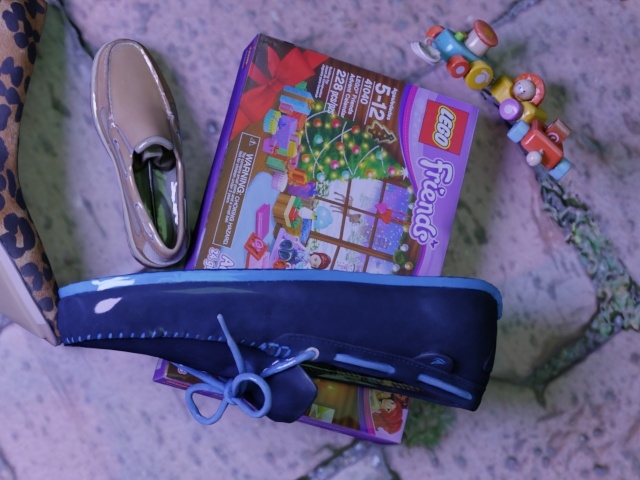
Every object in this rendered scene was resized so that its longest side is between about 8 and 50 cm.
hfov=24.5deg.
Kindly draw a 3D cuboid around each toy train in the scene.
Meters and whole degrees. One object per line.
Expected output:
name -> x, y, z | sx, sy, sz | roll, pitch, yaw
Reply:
toy train -> 0.155, -0.128, 1.233 | 0.166, 0.125, 0.046 | 43, 109, -2

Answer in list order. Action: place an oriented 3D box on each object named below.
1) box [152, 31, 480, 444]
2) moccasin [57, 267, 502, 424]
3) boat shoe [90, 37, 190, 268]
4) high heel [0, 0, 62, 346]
box -> 0.000, 0.000, 1.201 | 0.201, 0.057, 0.293 | 17, 77, -13
moccasin -> -0.021, 0.080, 1.083 | 0.342, 0.138, 0.117 | 2, 86, -14
boat shoe -> -0.135, -0.075, 1.168 | 0.068, 0.072, 0.190 | -15, 85, -17
high heel -> -0.225, -0.064, 1.146 | 0.186, 0.093, 0.261 | -42, 107, -37
